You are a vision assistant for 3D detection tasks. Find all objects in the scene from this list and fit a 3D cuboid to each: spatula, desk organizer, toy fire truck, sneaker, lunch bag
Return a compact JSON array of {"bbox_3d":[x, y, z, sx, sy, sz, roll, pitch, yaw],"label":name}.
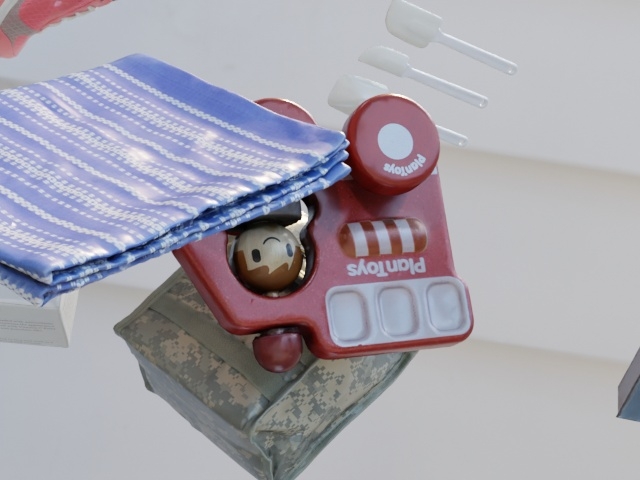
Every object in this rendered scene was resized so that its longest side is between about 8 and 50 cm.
[{"bbox_3d":[0.138,-0.207,1.604,0.168,0.242,0.019,-58,-139,19],"label":"spatula"},{"bbox_3d":[0.424,0.178,1.589,0.130,0.047,0.050,101,1,-49],"label":"desk organizer"},{"bbox_3d":[0.000,0.000,1.245,0.169,0.302,0.254,142,-60,-65],"label":"toy fire truck"},{"bbox_3d":[-0.284,-0.287,1.375,0.314,0.136,0.116,-43,-155,46],"label":"sneaker"},{"bbox_3d":[-0.040,0.097,1.385,0.287,0.235,0.169,-42,144,-21],"label":"lunch bag"}]

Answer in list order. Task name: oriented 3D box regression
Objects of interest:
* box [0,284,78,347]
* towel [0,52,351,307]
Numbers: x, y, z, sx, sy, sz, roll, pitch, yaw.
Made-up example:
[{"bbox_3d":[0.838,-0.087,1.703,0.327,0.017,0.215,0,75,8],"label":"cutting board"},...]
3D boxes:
[{"bbox_3d":[-0.373,0.016,1.432,0.119,0.180,0.182,100,-5,-62],"label":"box"},{"bbox_3d":[-0.158,-0.066,0.887,0.336,0.243,0.040,-26,135,-51],"label":"towel"}]
